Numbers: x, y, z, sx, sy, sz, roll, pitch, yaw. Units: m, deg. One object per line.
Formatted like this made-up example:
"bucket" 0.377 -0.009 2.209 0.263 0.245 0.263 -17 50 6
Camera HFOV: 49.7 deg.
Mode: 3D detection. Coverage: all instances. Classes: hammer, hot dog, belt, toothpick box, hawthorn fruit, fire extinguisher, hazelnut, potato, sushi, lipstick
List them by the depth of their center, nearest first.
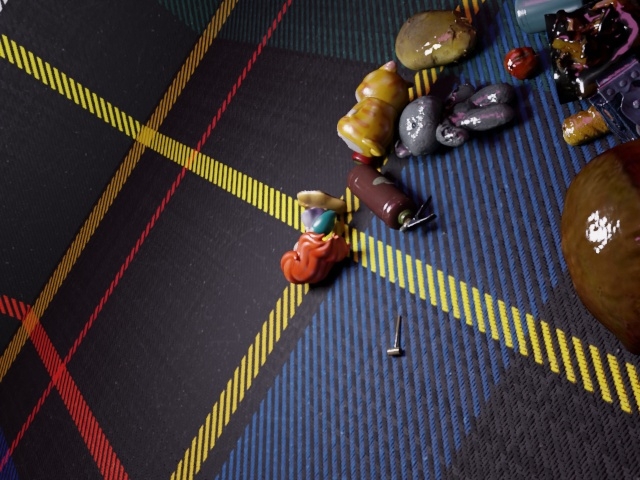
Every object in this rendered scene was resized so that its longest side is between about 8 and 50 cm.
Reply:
"hazelnut" 0.636 0.002 1.202 0.421 0.352 0.420 -15 36 12
"belt" 0.669 -0.274 1.463 0.128 0.218 0.122 -37 10 29
"sushi" 0.638 -0.435 1.560 0.227 0.215 0.212 -10 16 23
"hot dog" 0.686 -0.300 1.567 0.289 0.068 0.083 -24 56 33
"hammer" 0.194 0.240 1.758 0.036 0.019 0.110 -17 51 39
"toothpick box" 0.618 -0.620 1.816 0.184 0.120 0.120 -2 63 43
"hawthorn fruit" 0.537 -0.474 1.832 0.093 0.093 0.093 -26 48 33
"fire extinguisher" 0.203 -0.117 1.924 0.138 0.102 0.344 -50 39 6
"potato" 0.345 -0.607 2.082 0.296 0.141 0.191 20 83 48
"lipstick" 0.186 -0.331 2.110 0.080 0.080 0.241 28 86 52

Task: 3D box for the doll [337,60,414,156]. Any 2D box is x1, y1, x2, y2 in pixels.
"doll" 0.156 -0.369 1.997 0.162 0.167 0.269 13 79 26

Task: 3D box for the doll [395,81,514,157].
"doll" 0.353 -0.352 1.881 0.340 0.158 0.245 -14 47 42

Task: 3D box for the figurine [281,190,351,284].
"figurine" -0.009 -0.002 2.022 0.208 0.181 0.257 3 71 16
